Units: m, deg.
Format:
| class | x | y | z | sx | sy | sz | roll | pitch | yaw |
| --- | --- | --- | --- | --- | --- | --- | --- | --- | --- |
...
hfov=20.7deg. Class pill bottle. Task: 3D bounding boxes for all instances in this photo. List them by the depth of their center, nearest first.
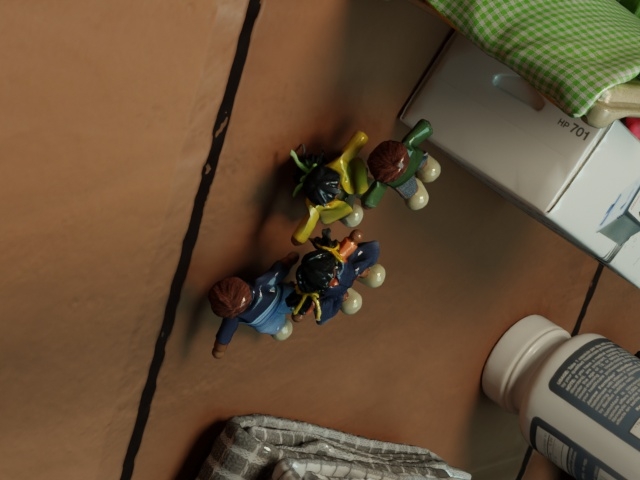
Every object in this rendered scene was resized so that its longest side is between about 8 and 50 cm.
| class | x | y | z | sx | sy | sz | roll | pitch | yaw |
| --- | --- | --- | --- | --- | --- | --- | --- | --- | --- |
| pill bottle | 0.221 | 0.136 | 1.386 | 0.108 | 0.180 | 0.108 | -31 | 139 | -31 |

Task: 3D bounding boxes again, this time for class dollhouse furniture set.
| class | x | y | z | sx | sy | sz | roll | pitch | yaw |
| --- | --- | --- | --- | --- | --- | --- | --- | --- | --- |
| dollhouse furniture set | 0.201 | -0.176 | 1.085 | 0.301 | 0.197 | 0.151 | -3 | 122 | -50 |

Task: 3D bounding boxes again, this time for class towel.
| class | x | y | z | sx | sy | sz | roll | pitch | yaw |
| --- | --- | --- | --- | --- | --- | --- | --- | --- | --- |
| towel | -0.013 | 0.251 | 1.261 | 0.283 | 0.121 | 0.235 | 18 | 102 | -53 |

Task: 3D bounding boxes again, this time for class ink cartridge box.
| class | x | y | z | sx | sy | sz | roll | pitch | yaw |
| --- | --- | --- | --- | --- | --- | --- | --- | --- | --- |
| ink cartridge box | 0.162 | -0.053 | 1.192 | 0.082 | 0.139 | 0.190 | -56 | 145 | 4 |

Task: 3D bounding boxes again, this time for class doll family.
| class | x | y | z | sx | sy | sz | roll | pitch | yaw |
| --- | --- | --- | --- | --- | --- | --- | --- | --- | --- |
| doll family | 0.000 | 0.000 | 1.096 | 0.193 | 0.076 | 0.111 | -63 | 165 | 3 |

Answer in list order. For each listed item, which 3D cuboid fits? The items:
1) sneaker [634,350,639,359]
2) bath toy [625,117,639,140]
| class | x | y | z | sx | sy | sz | roll | pitch | yaw |
| --- | --- | --- | --- | --- | --- | --- | --- | --- | --- |
| sneaker | 0.273 | 0.186 | 1.571 | 0.097 | 0.135 | 0.276 | -47 | 170 | -34 |
| bath toy | 0.342 | -0.037 | 1.448 | 0.129 | 0.151 | 0.348 | -21 | 146 | 12 |
